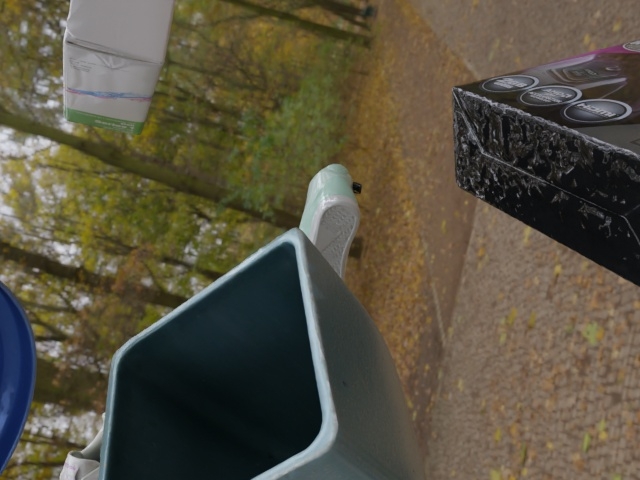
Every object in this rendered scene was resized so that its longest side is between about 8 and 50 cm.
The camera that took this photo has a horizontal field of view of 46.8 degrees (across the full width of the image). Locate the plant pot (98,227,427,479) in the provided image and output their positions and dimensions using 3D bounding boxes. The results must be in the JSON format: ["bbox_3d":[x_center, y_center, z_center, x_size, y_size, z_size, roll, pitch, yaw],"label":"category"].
[{"bbox_3d":[-0.028,0.196,0.695,0.247,0.252,0.248,-34,36,17],"label":"plant pot"}]

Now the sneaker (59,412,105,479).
[{"bbox_3d":[-0.348,0.394,1.084,0.152,0.114,0.305,48,-123,-38],"label":"sneaker"}]

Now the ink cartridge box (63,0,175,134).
[{"bbox_3d":[-0.263,-0.282,0.977,0.278,0.117,0.201,154,125,-69],"label":"ink cartridge box"}]

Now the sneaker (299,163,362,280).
[{"bbox_3d":[0.001,0.000,1.199,0.151,0.094,0.256,-90,20,-53],"label":"sneaker"}]

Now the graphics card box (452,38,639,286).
[{"bbox_3d":[0.314,-0.091,0.554,0.233,0.371,0.094,-136,32,-56],"label":"graphics card box"}]

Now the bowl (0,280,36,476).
[{"bbox_3d":[-0.452,0.177,0.689,0.391,0.077,0.391,-42,-37,-41],"label":"bowl"}]
